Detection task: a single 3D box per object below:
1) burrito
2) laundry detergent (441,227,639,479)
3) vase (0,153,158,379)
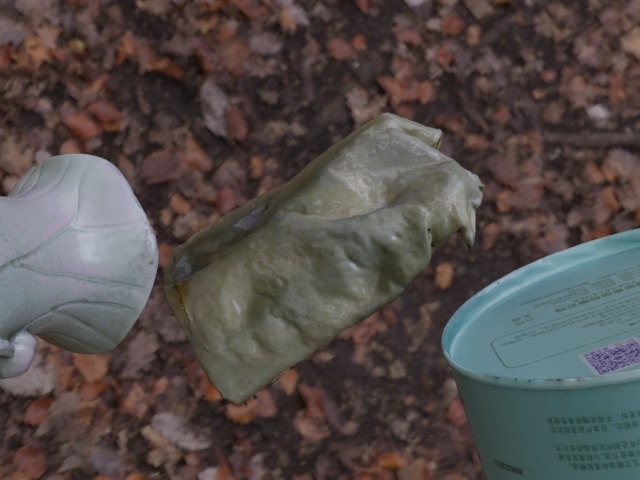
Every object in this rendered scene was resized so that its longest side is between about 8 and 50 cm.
[{"bbox_3d":[-0.002,-0.003,1.392,0.135,0.332,0.190,48,11,-32],"label":"burrito"},{"bbox_3d":[0.264,0.174,1.006,0.287,0.287,0.305,-29,108,-35],"label":"laundry detergent"},{"bbox_3d":[-0.326,0.039,1.075,0.445,0.250,0.250,-13,77,-57],"label":"vase"}]
